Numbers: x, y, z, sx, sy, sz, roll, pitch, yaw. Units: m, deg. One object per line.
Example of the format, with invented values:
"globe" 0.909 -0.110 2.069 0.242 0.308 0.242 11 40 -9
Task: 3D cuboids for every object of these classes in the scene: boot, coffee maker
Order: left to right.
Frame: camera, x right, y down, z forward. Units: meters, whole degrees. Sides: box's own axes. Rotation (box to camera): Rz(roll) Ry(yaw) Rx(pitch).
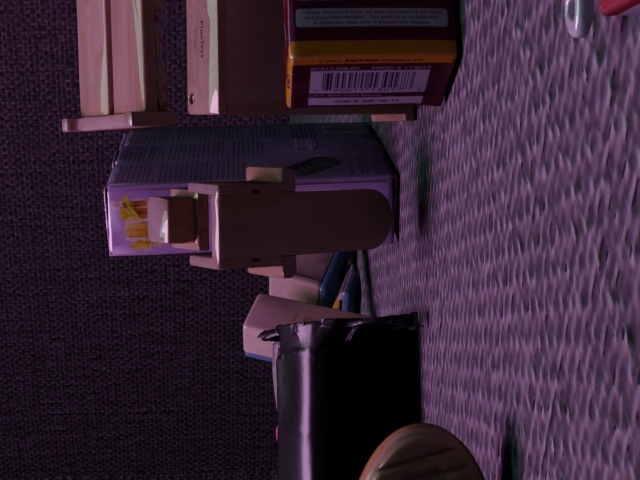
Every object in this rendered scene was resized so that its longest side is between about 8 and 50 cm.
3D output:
"coffee maker" 0.015 0.151 1.050 0.171 0.120 0.178 116 152 -80
"boot" 0.045 0.183 0.816 0.207 0.090 0.248 -107 12 -68

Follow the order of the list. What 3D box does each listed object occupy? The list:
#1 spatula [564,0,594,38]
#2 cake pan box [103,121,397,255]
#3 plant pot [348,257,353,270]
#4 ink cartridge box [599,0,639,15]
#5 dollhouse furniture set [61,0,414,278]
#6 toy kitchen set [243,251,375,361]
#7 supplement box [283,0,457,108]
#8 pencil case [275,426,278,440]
"spatula" 0.103 -0.187 0.431 0.168 0.019 0.242 -156 64 -80
"cake pan box" -0.065 -0.055 1.259 0.267 0.245 0.070 -107 16 -74
"plant pot" 0.000 0.000 1.555 0.081 0.081 0.083 -96 1 -67
"ink cartridge box" 0.092 -0.119 0.277 0.099 0.056 0.135 -161 70 -87
"dollhouse furniture set" -0.095 -0.135 1.125 0.355 0.173 0.303 6 98 57
"toy kitchen set" 0.010 0.093 1.431 0.207 0.122 0.166 -65 -18 -48
"supplement box" 0.027 -0.186 0.882 0.081 0.104 0.188 100 169 -72
"pencil case" -0.018 0.311 1.846 0.098 0.095 0.209 56 -168 -27
